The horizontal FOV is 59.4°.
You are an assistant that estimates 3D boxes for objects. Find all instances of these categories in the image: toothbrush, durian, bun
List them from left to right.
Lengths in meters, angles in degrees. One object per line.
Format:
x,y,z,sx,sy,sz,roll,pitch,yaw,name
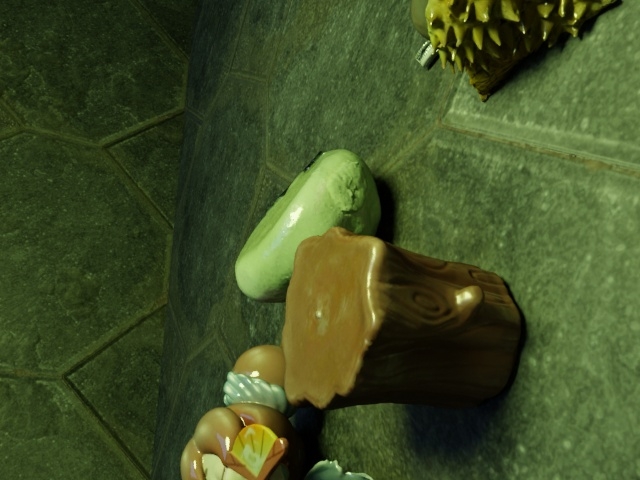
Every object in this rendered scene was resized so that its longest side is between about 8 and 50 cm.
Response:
0.000,0.000,0.930,0.293,0.187,0.293,-52,10,13,bun
0.229,-0.359,0.799,0.024,0.026,0.288,-44,-2,-45,toothbrush
0.214,-0.307,0.628,0.305,0.195,0.186,-59,38,30,durian

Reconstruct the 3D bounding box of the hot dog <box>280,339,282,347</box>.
-0.024,0.185,1.018,0.242,0.073,0.084,-57,28,35,hot dog

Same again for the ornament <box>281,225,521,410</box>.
0.090,0.097,0.659,0.235,0.217,0.221,-65,29,25,ornament

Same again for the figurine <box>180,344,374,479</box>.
-0.063,0.351,0.836,0.388,0.248,0.277,23,117,53,figurine

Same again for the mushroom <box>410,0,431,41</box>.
0.185,-0.358,0.756,0.141,0.117,0.188,33,121,22,mushroom
